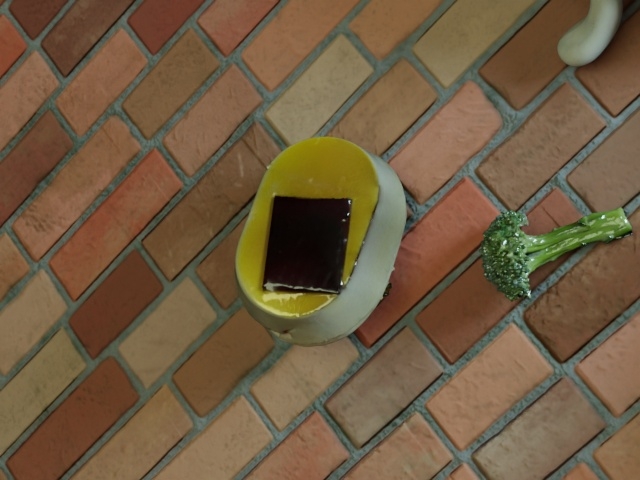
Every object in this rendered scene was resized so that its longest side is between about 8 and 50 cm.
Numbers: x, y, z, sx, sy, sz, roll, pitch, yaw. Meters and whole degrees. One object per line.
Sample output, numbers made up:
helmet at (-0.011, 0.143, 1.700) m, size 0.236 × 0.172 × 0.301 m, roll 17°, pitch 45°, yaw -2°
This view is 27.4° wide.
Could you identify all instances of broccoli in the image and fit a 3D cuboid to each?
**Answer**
broccoli at (0.308, 0.001, 1.732) m, size 0.204 × 0.122 × 0.118 m, roll -19°, pitch 91°, yaw 10°

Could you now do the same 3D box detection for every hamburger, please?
hamburger at (0.000, 0.000, 1.842) m, size 0.227 × 0.151 × 0.295 m, roll 17°, pitch 74°, yaw 23°

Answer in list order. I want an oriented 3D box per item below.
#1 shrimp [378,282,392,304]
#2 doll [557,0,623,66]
shrimp at (0.047, 0.078, 1.887) m, size 0.127 × 0.025 × 0.091 m, roll -28°, pitch 72°, yaw 25°
doll at (0.437, -0.373, 1.579) m, size 0.366 × 0.376 × 0.187 m, roll 4°, pitch 61°, yaw 22°
